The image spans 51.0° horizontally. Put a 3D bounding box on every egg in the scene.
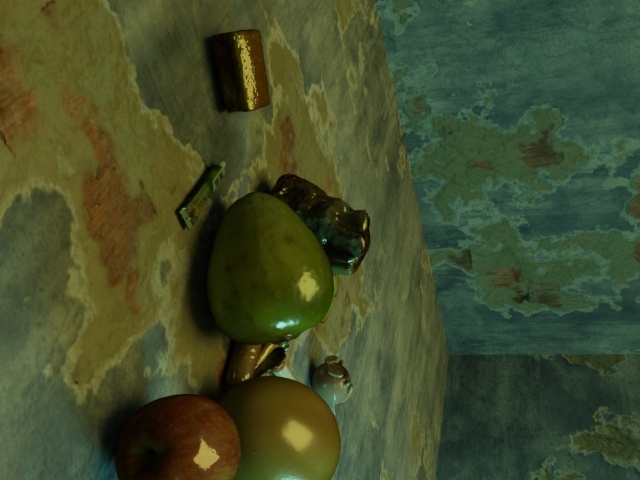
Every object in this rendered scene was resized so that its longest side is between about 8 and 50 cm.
[{"bbox_3d":[-0.093,0.399,1.343,0.322,0.250,0.250,52,39,-54],"label":"egg"}]

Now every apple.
[{"bbox_3d":[-0.228,0.340,1.070,0.174,0.188,0.188,28,60,-63],"label":"apple"}]

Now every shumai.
[{"bbox_3d":[0.004,0.000,1.642,0.217,0.283,0.346,-13,97,-69],"label":"shumai"}]

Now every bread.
[{"bbox_3d":[-0.173,-0.371,1.473,0.132,0.103,0.172,-43,127,-61],"label":"bread"},{"bbox_3d":[0.008,0.159,1.966,0.187,0.065,0.149,-36,131,-71],"label":"bread"}]

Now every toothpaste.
[{"bbox_3d":[-0.235,-0.100,1.359,0.204,0.031,0.049,-67,148,-47],"label":"toothpaste"}]

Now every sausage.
[{"bbox_3d":[-0.153,0.195,1.493,0.066,0.066,0.301,62,32,-49],"label":"sausage"}]

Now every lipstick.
[{"bbox_3d":[-0.099,0.317,1.655,0.131,0.038,0.038,66,28,-45],"label":"lipstick"}]

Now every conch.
[{"bbox_3d":[-0.118,0.246,1.573,0.086,0.080,0.233,44,65,-30],"label":"conch"}]

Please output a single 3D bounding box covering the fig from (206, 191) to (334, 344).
[{"bbox_3d":[-0.108,0.051,1.378,0.258,0.258,0.326,41,36,-64],"label":"fig"}]

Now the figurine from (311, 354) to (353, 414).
[{"bbox_3d":[0.035,0.404,1.897,0.125,0.125,0.138,-56,149,-60],"label":"figurine"}]
